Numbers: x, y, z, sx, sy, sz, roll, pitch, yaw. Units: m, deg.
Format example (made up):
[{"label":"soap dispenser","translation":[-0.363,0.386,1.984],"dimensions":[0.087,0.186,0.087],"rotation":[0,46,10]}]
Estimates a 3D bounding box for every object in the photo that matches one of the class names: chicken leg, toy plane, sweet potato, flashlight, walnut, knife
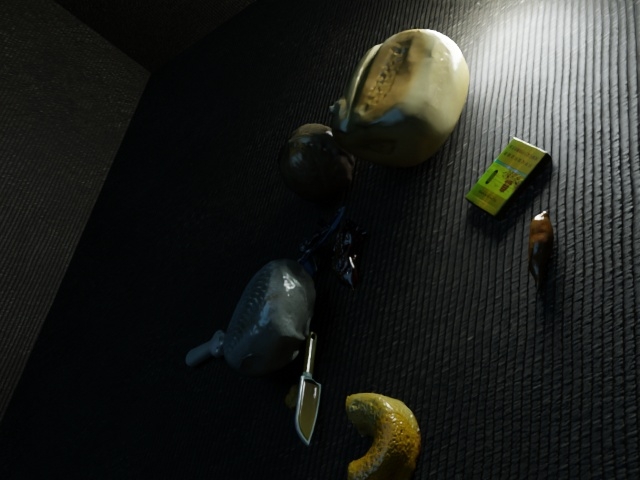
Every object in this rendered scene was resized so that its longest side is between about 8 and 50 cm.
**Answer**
[{"label":"chicken leg","translation":[0.078,0.037,1.833],"dimensions":[0.105,0.063,0.234],"rotation":[-17,52,47]},{"label":"toy plane","translation":[-0.006,-0.005,1.897],"dimensions":[0.246,0.078,0.169],"rotation":[-62,-7,20]},{"label":"sweet potato","translation":[0.471,0.023,1.392],"dimensions":[0.056,0.056,0.195],"rotation":[-8,60,46]},{"label":"flashlight","translation":[-0.366,0.360,2.106],"dimensions":[0.200,0.047,0.093],"rotation":[-33,40,33]},{"label":"walnut","translation":[-0.018,-0.244,2.031],"dimensions":[0.248,0.248,0.248],"rotation":[-30,43,32]},{"label":"knife","translation":[-0.025,0.373,1.677],"dimensions":[0.027,0.061,0.343],"rotation":[-53,19,38]}]

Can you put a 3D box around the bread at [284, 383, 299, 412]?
[{"label":"bread","translation":[-0.056,0.415,1.698],"dimensions":[0.083,0.046,0.081],"rotation":[-32,36,32]}]

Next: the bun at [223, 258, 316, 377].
[{"label":"bun","translation":[-0.131,0.225,1.788],"dimensions":[0.355,0.194,0.354],"rotation":[-57,15,23]}]

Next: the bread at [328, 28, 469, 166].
[{"label":"bread","translation":[0.241,-0.397,1.823],"dimensions":[0.347,0.253,0.376],"rotation":[1,65,44]}]

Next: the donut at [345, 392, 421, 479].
[{"label":"donut","translation":[0.138,0.433,1.423],"dimensions":[0.152,0.101,0.259],"rotation":[-29,39,24]}]

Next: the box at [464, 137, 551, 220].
[{"label":"box","translation":[0.452,-0.150,1.571],"dimensions":[0.193,0.030,0.121],"rotation":[-52,35,6]}]
